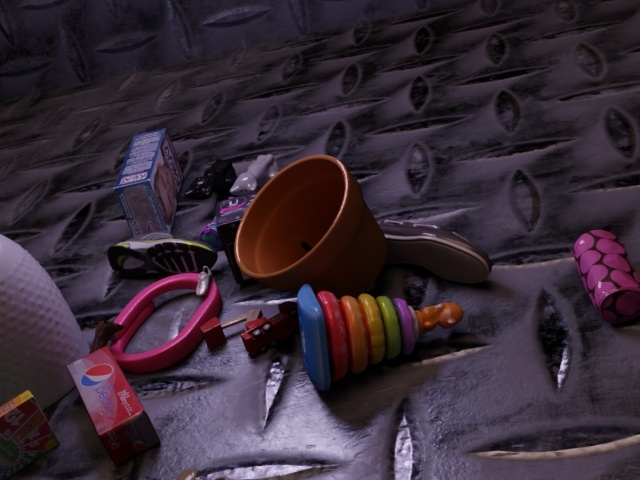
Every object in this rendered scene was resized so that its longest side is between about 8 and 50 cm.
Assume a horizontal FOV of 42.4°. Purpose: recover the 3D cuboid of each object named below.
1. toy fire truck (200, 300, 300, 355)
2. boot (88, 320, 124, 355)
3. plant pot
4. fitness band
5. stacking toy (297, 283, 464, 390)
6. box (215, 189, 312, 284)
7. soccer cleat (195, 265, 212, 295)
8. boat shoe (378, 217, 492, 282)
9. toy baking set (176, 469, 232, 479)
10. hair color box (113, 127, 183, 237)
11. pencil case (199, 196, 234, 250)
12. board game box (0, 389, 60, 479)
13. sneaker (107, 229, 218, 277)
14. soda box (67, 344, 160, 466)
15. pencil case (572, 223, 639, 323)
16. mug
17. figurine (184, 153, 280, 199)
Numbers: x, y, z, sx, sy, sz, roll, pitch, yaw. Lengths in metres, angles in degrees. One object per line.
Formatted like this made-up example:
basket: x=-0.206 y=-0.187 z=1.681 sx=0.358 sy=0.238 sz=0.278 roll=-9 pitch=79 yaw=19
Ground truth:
toy fire truck: x=-0.133 y=0.173 z=1.677 sx=0.192 sy=0.047 sz=0.135 roll=-28 pitch=30 yaw=-20
boot: x=-0.446 y=0.224 z=1.696 sx=0.106 sy=0.037 sz=0.114 roll=-12 pitch=59 yaw=56
plant pot: x=0.000 y=0.000 z=1.677 sx=0.291 sy=0.203 sz=0.290 roll=-28 pitch=41 yaw=28
fitness band: x=-0.334 y=0.171 z=1.776 sx=0.209 sy=0.054 sz=0.290 roll=-1 pitch=34 yaw=25
stacking toy: x=0.115 y=0.157 z=1.501 sx=0.302 sy=0.165 sz=0.175 roll=-9 pitch=17 yaw=-9
box: x=-0.096 y=-0.025 z=1.874 sx=0.248 sy=0.163 sz=0.142 roll=-15 pitch=26 yaw=2
soccer cleat: x=-0.255 y=0.089 z=1.796 sx=0.029 sy=0.035 sz=0.083 roll=-5 pitch=32 yaw=14
boat shoe: x=0.223 y=0.006 z=1.714 sx=0.335 sy=0.112 sz=0.095 roll=11 pitch=44 yaw=44
toy baking set: x=-0.178 y=0.449 z=1.260 sx=0.197 sy=0.030 sz=0.256 roll=-34 pitch=34 yaw=-33
hair color box: x=-0.466 y=-0.159 z=2.272 sx=0.105 sy=0.173 sz=0.347 roll=-12 pitch=30 yaw=5
pencil case: x=-0.244 y=-0.042 z=2.069 sx=0.065 sy=0.070 sz=0.151 roll=-3 pitch=32 yaw=22
board game box: x=-0.610 y=0.390 z=1.475 sx=0.259 sy=0.124 sz=0.039 roll=-32 pitch=34 yaw=-24
sneaker: x=-0.371 y=0.021 z=1.997 sx=0.300 sy=0.111 sz=0.121 roll=3 pitch=31 yaw=27
soda box: x=-0.394 y=0.305 z=1.552 sx=0.092 sy=0.083 sz=0.263 roll=-27 pitch=31 yaw=-18
pencil case: x=0.526 y=0.062 z=1.494 sx=0.098 sy=0.095 sz=0.209 roll=7 pitch=34 yaw=-1
mug: x=-0.703 y=0.181 z=1.667 sx=0.374 sy=0.327 sz=0.276 roll=-28 pitch=31 yaw=-19
figurine: x=-0.228 y=-0.156 z=2.187 sx=0.215 sy=0.092 sz=0.209 roll=-4 pitch=18 yaw=20
